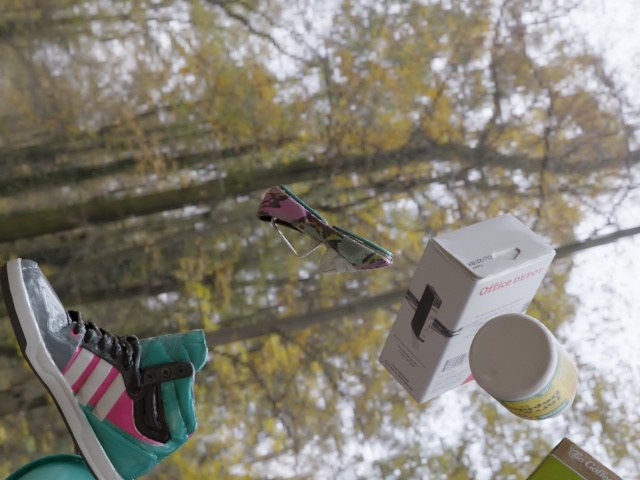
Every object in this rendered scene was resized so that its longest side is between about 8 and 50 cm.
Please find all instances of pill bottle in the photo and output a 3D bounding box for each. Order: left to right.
[{"bbox_3d":[0.284,0.181,1.575,0.208,0.118,0.117,41,23,-60],"label":"pill bottle"}]

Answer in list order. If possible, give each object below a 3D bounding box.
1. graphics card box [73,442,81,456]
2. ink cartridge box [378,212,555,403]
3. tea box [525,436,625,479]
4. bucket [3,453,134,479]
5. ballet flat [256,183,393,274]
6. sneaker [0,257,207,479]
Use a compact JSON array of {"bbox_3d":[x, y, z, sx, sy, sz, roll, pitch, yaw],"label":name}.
[{"bbox_3d":[-0.424,0.552,2.279,0.371,0.094,0.232,-145,-128,-69],"label":"graphics card box"},{"bbox_3d":[0.232,0.106,1.854,0.114,0.197,0.272,46,-46,30],"label":"ink cartridge box"},{"bbox_3d":[0.272,0.485,1.444,0.220,0.323,0.329,37,-31,23],"label":"tea box"},{"bbox_3d":[-0.336,0.420,1.477,0.183,0.281,0.281,-57,142,-71],"label":"bucket"},{"bbox_3d":[0.000,0.000,1.703,0.222,0.079,0.077,32,-7,17],"label":"ballet flat"},{"bbox_3d":[-0.218,0.124,1.280,0.124,0.178,0.295,-122,-172,-67],"label":"sneaker"}]
